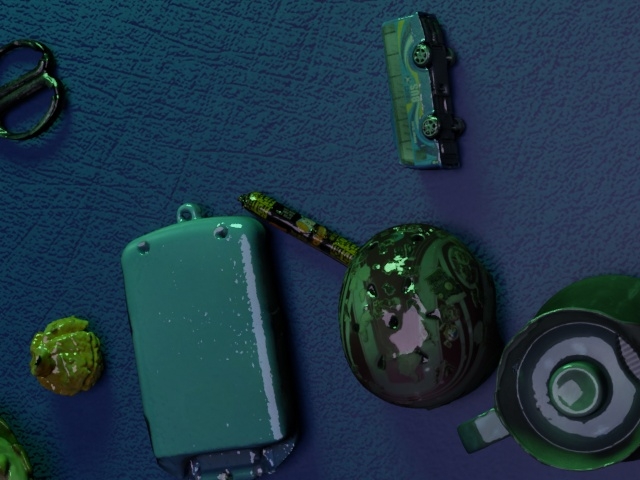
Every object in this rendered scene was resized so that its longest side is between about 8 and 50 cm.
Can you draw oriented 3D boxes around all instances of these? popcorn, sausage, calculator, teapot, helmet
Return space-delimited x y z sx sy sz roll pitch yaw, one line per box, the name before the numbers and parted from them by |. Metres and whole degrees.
popcorn | -0.276 0.124 1.476 0.084 0.084 0.084 0 91 21
sausage | 0.000 0.000 1.397 0.198 0.028 0.025 30 127 18
calculator | -0.115 0.106 1.429 0.173 0.051 0.293 -11 87 21
teapot | 0.225 0.124 1.209 0.203 0.225 0.171 -29 80 19
helmet | 0.084 0.082 1.311 0.153 0.107 0.176 -12 103 23

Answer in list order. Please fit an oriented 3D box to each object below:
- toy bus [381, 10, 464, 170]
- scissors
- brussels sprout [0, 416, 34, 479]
toy bus | 0.098 -0.141 1.348 0.061 0.051 0.153 -7 89 33
scissors | -0.410 -0.124 1.553 0.300 0.022 0.109 -24 79 20
brussels sprout | -0.372 0.252 1.507 0.181 0.100 0.139 30 111 16
